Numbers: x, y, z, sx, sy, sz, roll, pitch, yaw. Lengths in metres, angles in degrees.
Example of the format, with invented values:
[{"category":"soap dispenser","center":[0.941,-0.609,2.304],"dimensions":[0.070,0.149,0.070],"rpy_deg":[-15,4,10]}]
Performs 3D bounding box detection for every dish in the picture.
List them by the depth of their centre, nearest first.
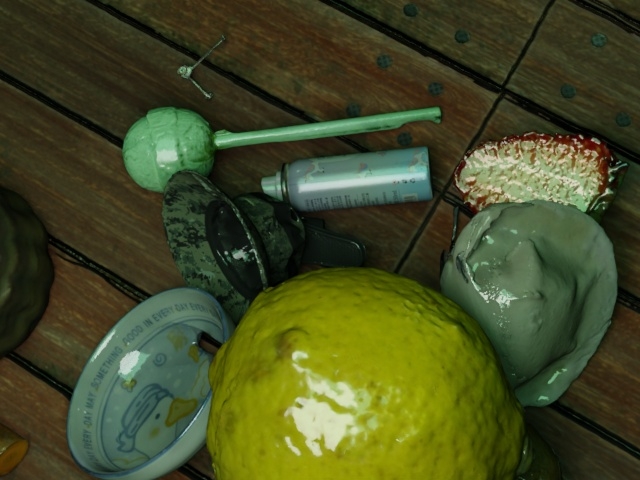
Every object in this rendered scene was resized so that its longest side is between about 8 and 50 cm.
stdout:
[{"category":"dish","center":[-0.188,0.208,1.555],"dimensions":[0.273,0.134,0.273],"rpy_deg":[-25,44,27]}]

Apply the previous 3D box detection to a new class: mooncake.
[{"category":"mooncake","center":[-0.518,0.040,1.626],"dimensions":[0.290,0.161,0.290],"rpy_deg":[-2,80,9]}]

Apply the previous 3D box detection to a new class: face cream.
[{"category":"face cream","center":[0.035,-0.080,1.607],"dimensions":[0.229,0.075,0.075],"rpy_deg":[-6,78,7]}]

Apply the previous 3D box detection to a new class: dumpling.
[{"category":"dumpling","center":[0.251,0.071,1.499],"dimensions":[0.204,0.293,0.163],"rpy_deg":[-38,29,-30]}]

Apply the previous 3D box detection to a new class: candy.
[{"category":"candy","center":[-0.053,-0.148,1.632],"dimensions":[0.440,0.119,0.119],"rpy_deg":[-9,77,0]}]

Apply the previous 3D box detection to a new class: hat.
[{"category":"hat","center":[-0.093,0.007,1.561],"dimensions":[0.128,0.265,0.265],"rpy_deg":[-22,73,-30]}]

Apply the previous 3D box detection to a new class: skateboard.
[{"category":"skateboard","center":[-0.154,-0.249,1.697],"dimensions":[0.064,0.032,0.083],"rpy_deg":[44,90,4]}]

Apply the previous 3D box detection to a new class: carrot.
[{"category":"carrot","center":[-0.498,0.240,1.641],"dimensions":[0.210,0.061,0.061],"rpy_deg":[34,85,19]}]

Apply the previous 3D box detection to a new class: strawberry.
[{"category":"strawberry","center":[0.293,-0.079,1.562],"dimensions":[0.208,0.087,0.167],"rpy_deg":[31,100,21]}]

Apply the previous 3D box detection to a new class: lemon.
[{"category":"lemon","center":[0.052,0.206,1.358],"dimensions":[0.387,0.350,0.349],"rpy_deg":[18,82,6]}]

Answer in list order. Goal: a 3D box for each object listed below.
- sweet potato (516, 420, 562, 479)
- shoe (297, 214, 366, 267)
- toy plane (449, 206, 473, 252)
[{"category":"sweet potato","center":[0.224,0.276,1.488],"dimensions":[0.124,0.098,0.310],"rpy_deg":[-37,52,-27]},{"category":"shoe","center":[0.000,0.000,1.608],"dimensions":[0.159,0.053,0.062],"rpy_deg":[15,119,30]},{"category":"toy plane","center":[0.196,0.025,1.581],"dimensions":[0.060,0.037,0.145],"rpy_deg":[6,78,14]}]
